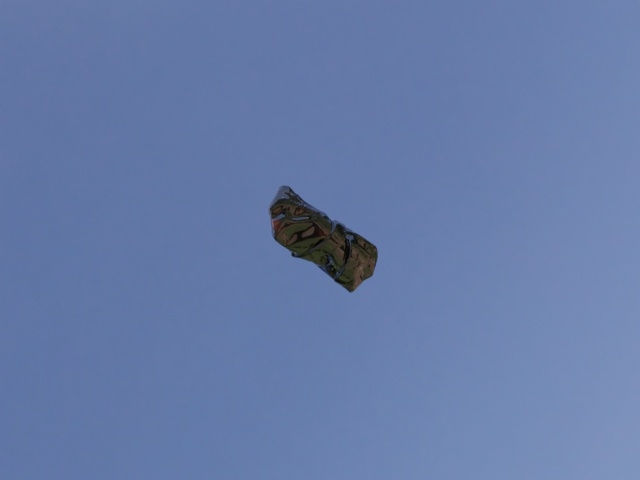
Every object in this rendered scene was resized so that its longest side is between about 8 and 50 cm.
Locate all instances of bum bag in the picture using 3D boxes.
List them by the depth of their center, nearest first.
[{"bbox_3d":[0.001,0.000,1.548,0.124,0.034,0.058,30,-119,-24],"label":"bum bag"}]
